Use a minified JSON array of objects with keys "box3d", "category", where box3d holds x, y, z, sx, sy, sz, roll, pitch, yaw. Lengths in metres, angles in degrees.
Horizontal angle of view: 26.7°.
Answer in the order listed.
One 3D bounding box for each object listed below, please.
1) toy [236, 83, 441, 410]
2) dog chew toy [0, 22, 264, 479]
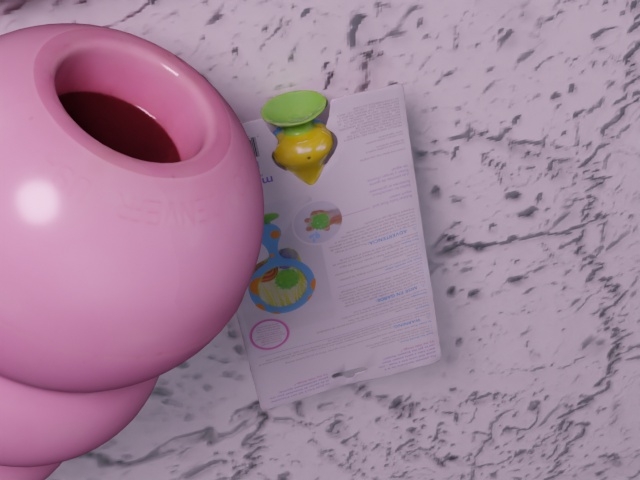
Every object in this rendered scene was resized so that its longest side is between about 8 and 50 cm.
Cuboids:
[{"box3d":[0.000,0.000,0.921,0.137,0.056,0.237,-15,130,-5],"category":"toy"},{"box3d":[-0.170,0.035,0.791,0.207,0.206,0.332,10,134,-30],"category":"dog chew toy"}]
